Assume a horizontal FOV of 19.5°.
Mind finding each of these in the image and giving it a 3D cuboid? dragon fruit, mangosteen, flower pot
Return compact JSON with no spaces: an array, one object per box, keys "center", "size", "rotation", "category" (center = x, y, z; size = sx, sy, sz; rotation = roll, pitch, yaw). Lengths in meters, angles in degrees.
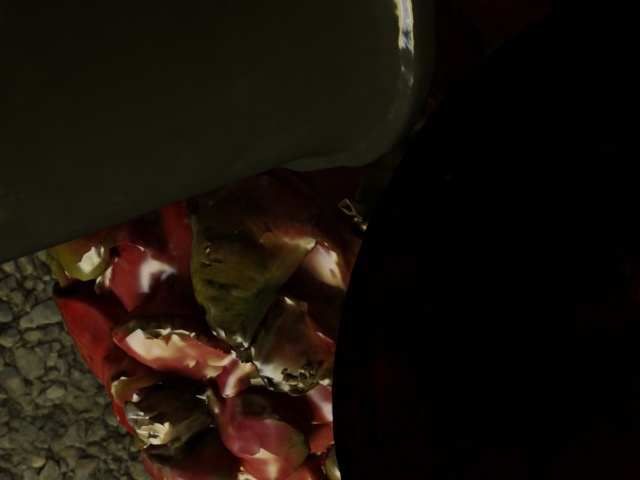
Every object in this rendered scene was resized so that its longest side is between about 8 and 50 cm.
[{"center":[0.000,0.000,0.879],"size":[0.250,0.291,0.269],"rotation":[14,170,29],"category":"dragon fruit"},{"center":[0.160,0.049,0.674],"size":[0.307,0.306,0.347],"rotation":[23,177,9],"category":"mangosteen"},{"center":[-0.107,-0.097,0.642],"size":[0.269,0.166,0.269],"rotation":[43,157,23],"category":"flower pot"}]
